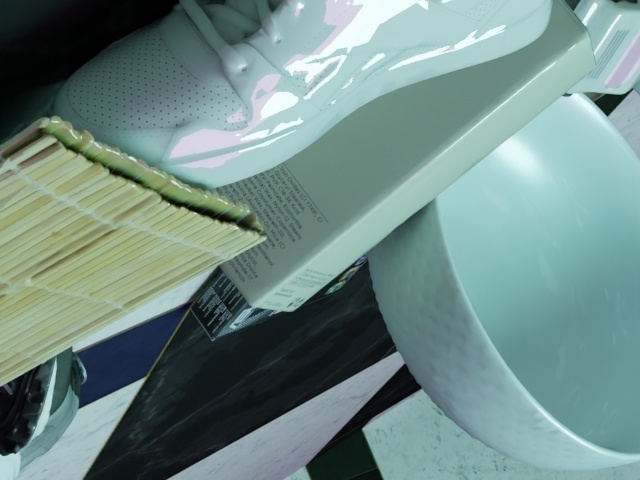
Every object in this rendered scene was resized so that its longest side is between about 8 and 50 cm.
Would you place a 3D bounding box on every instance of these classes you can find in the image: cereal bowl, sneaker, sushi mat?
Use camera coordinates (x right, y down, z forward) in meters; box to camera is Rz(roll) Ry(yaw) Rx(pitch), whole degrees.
[{"bbox_3d":[0.158,0.029,0.951,0.141,0.339,0.339,-29,173,41],"label":"cereal bowl"},{"bbox_3d":[-0.005,-0.138,0.549,0.292,0.108,0.169,-27,148,-20],"label":"sneaker"},{"bbox_3d":[-0.194,0.042,0.576,0.316,0.019,0.151,-28,151,23],"label":"sushi mat"},{"bbox_3d":[-0.209,0.094,0.788,0.108,0.100,0.271,-40,174,-33],"label":"sneaker"}]

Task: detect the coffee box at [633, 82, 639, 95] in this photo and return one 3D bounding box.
[{"bbox_3d":[0.587,-0.188,1.141,0.334,0.338,0.338,-30,165,-44],"label":"coffee box"}]

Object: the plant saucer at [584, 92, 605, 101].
[{"bbox_3d":[0.295,-0.193,1.129,0.168,0.029,0.168,-34,166,-10],"label":"plant saucer"}]

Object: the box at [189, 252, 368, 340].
[{"bbox_3d":[0.000,0.000,1.030,0.184,0.045,0.191,-20,157,-53],"label":"box"}]

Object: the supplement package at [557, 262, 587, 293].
[{"bbox_3d":[0.186,-0.011,1.141,0.105,0.179,0.105,-32,164,-13],"label":"supplement package"}]

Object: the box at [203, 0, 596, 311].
[{"bbox_3d":[0.041,-0.077,0.770,0.275,0.113,0.094,-38,165,9],"label":"box"}]

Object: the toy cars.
[{"bbox_3d":[0.244,-0.190,0.850,0.176,0.087,0.394,-51,167,-8],"label":"toy cars"}]
